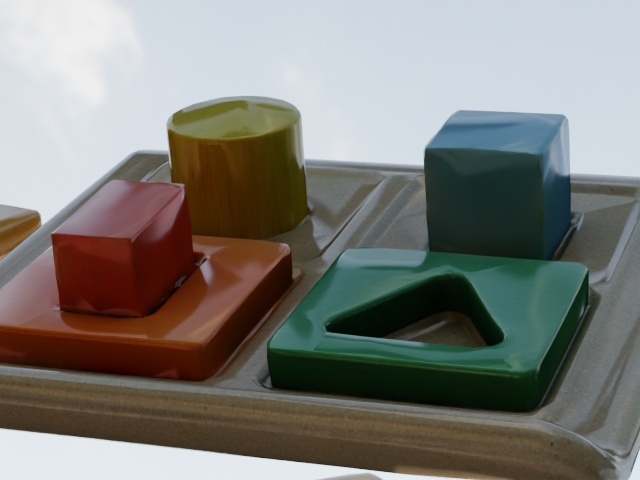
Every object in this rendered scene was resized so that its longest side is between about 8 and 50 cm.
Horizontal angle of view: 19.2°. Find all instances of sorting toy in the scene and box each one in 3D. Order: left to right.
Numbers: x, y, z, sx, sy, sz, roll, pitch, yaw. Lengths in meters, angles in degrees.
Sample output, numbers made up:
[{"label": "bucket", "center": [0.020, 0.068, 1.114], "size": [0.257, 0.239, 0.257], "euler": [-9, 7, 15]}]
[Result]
[{"label": "sorting toy", "center": [0.000, 0.000, 0.476], "size": [0.347, 0.196, 0.047], "euler": [4, -71, 19]}]

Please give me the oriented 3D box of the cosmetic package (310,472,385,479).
[{"label": "cosmetic package", "center": [-0.150, 0.293, 0.610], "size": [0.393, 0.329, 0.327], "euler": [136, -58, -62]}]
